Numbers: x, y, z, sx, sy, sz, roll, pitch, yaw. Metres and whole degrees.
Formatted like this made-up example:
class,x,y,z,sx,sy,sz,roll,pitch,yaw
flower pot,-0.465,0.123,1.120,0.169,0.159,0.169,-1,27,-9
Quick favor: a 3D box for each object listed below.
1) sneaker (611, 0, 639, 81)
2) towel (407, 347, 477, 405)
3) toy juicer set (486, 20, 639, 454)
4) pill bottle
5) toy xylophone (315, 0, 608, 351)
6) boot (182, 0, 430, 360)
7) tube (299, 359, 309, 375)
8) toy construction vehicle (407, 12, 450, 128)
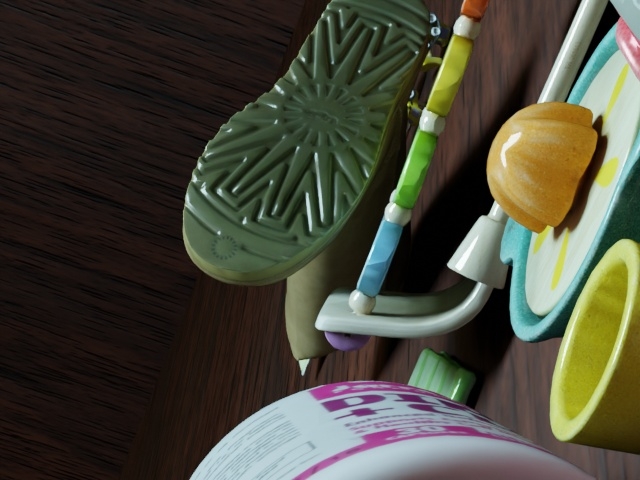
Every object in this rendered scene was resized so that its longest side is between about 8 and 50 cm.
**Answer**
class,x,y,z,sx,sy,sz,roll,pitch,yaw
sneaker,0.122,-0.027,0.471,0.314,0.136,0.116,-78,9,-47
towel,0.049,0.137,1.090,0.113,0.023,0.152,-150,81,-81
toy juicer set,0.121,-0.056,0.753,0.329,0.089,0.209,-100,30,-77
pill bottle,0.023,0.134,0.699,0.283,0.160,0.160,-171,101,-83
toy xylophone,0.088,-0.087,1.013,0.236,0.081,0.323,37,-107,-88
boot,0.000,0.000,1.230,0.236,0.089,0.269,-52,-18,-29
tube,-0.001,0.009,1.691,0.240,0.062,0.070,-91,-23,-57
toy construction vehicle,0.072,-0.122,1.565,0.086,0.035,0.098,-25,48,65
